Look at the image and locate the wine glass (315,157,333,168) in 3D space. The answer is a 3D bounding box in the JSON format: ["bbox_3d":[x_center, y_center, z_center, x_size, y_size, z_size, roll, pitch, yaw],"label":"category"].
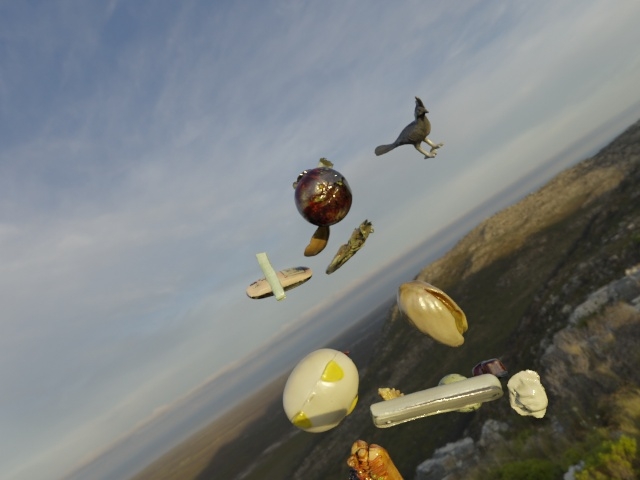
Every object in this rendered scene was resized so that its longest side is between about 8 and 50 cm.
[{"bbox_3d":[0.003,-0.332,2.603,0.103,0.103,0.222,-25,-33,-45],"label":"wine glass"}]

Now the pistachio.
[{"bbox_3d":[0.380,0.259,1.679,0.166,0.288,0.197,-47,5,-41],"label":"pistachio"}]

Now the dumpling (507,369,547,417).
[{"bbox_3d":[0.741,0.558,1.727,0.127,0.188,0.108,-18,10,7],"label":"dumpling"}]

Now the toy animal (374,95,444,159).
[{"bbox_3d":[0.365,-0.391,1.841,0.081,0.205,0.367,-62,6,-27],"label":"toy animal"}]

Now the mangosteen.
[{"bbox_3d":[-0.008,-0.177,1.884,0.231,0.232,0.289,-31,27,-17],"label":"mangosteen"}]

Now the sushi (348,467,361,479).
[{"bbox_3d":[0.170,1.036,2.080,0.084,0.094,0.098,-12,-11,36],"label":"sushi"}]

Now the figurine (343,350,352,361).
[{"bbox_3d":[0.093,0.689,2.541,0.184,0.160,0.226,98,-165,-60],"label":"figurine"}]

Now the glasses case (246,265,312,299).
[{"bbox_3d":[-0.186,0.188,2.181,0.314,0.075,0.122,-19,23,-18],"label":"glasses case"}]

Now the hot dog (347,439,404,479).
[{"bbox_3d":[0.212,0.875,1.800,0.158,0.349,0.117,4,46,34],"label":"hot dog"}]

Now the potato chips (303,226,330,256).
[{"bbox_3d":[0.001,0.000,2.042,0.196,0.061,0.208,-60,-10,-21],"label":"potato chips"}]

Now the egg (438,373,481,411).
[{"bbox_3d":[0.699,0.771,2.421,0.177,0.177,0.228,-28,31,-36],"label":"egg"}]

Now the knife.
[{"bbox_3d":[0.229,0.320,0.949,0.265,0.041,0.073,-12,-49,-5],"label":"knife"}]

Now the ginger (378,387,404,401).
[{"bbox_3d":[0.330,0.717,2.148,0.115,0.206,0.081,-24,31,-8],"label":"ginger"}]

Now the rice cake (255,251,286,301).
[{"bbox_3d":[-0.137,0.095,1.336,0.033,0.171,0.029,-29,-35,-2],"label":"rice cake"}]

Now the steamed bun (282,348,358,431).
[{"bbox_3d":[0.002,0.664,2.139,0.374,0.333,0.334,-61,-10,2],"label":"steamed bun"}]

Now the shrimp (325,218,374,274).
[{"bbox_3d":[0.128,0.036,2.184,0.247,0.085,0.360,-37,-13,-51],"label":"shrimp"}]

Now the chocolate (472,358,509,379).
[{"bbox_3d":[0.670,0.505,1.891,0.125,0.080,0.149,-13,-23,-36],"label":"chocolate"}]
